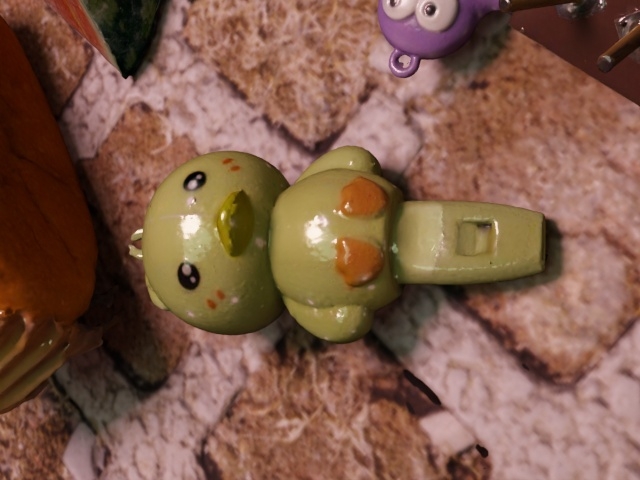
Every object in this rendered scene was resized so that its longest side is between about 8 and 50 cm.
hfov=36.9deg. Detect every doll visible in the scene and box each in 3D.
[{"bbox_3d":[0.094,-0.203,0.642,0.110,0.067,0.205,23,89,21],"label":"doll"}]

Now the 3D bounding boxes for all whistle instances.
[{"bbox_3d":[-0.006,-0.002,0.651,0.294,0.141,0.141,-5,85,30],"label":"whistle"}]

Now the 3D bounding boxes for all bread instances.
[{"bbox_3d":[-0.306,-0.054,0.774,0.183,0.236,0.388,-40,68,25],"label":"bread"}]

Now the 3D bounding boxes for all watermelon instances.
[{"bbox_3d":[-0.189,-0.247,0.827,0.202,0.136,0.207,-147,39,-65],"label":"watermelon"}]

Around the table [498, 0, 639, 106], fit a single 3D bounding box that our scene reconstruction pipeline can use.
[{"bbox_3d":[0.192,-0.196,0.518,0.122,0.111,0.240,39,123,26],"label":"table"}]
